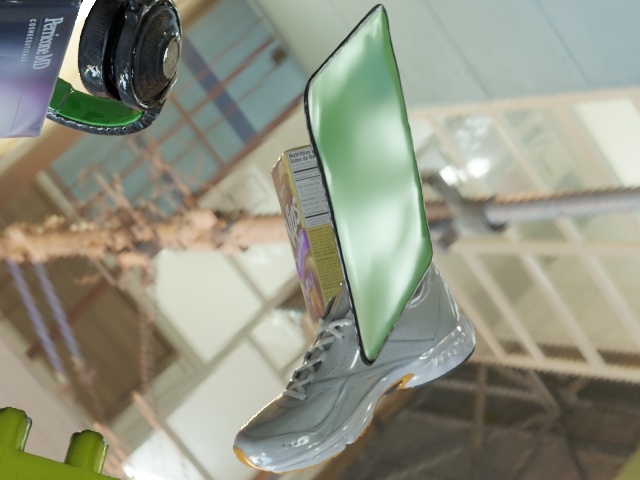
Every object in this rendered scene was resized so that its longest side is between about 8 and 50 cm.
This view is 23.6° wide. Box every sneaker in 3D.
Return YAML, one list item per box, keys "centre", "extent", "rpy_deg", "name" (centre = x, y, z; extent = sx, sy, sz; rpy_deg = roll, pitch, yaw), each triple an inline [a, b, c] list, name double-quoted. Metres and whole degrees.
- centre: [0.017, 0.105, 1.401]
  extent: [0.262, 0.121, 0.099]
  rpy_deg: [-34, -154, -24]
  name: "sneaker"

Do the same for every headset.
- centre: [-0.248, -0.264, 1.683]
  extent: [0.394, 0.243, 0.185]
  rpy_deg: [-46, -162, 60]
  name: "headset"

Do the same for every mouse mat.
- centre: [0.033, -0.037, 0.952]
  extent: [0.007, 0.190, 0.152]
  rpy_deg: [-3, -154, 23]
  name: "mouse mat"

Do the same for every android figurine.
- centre: [-0.292, 0.291, 1.488]
  extent: [0.273, 0.248, 0.056]
  rpy_deg: [-84, -165, -44]
  name: "android figurine"

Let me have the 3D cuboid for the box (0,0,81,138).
- centre: [-0.348, -0.195, 1.165]
  extent: [0.294, 0.183, 0.296]
  rpy_deg: [-5, 167, -17]
  name: "box"

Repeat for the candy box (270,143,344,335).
- centre: [0.000, 0.000, 1.592]
  extent: [0.053, 0.187, 0.109]
  rpy_deg: [-13, 173, -11]
  name: "candy box"
